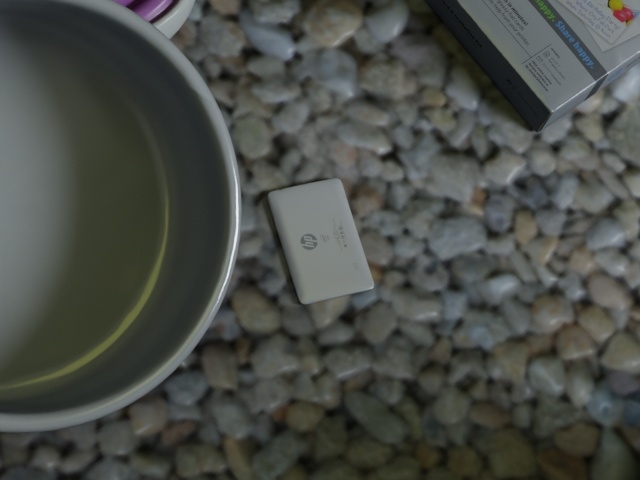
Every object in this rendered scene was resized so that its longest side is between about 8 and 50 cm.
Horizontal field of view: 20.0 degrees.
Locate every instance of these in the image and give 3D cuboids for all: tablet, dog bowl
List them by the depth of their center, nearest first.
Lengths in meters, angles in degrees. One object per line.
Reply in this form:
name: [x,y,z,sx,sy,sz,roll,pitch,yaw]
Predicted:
dog bowl: [-0.187,-0.020,1.091,0.265,0.104,0.265,0,91,-23]
tablet: [0.000,0.000,1.227,0.054,0.006,0.083,-12,71,-16]

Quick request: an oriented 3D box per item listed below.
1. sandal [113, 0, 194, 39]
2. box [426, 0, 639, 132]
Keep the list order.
sandal: [-0.273,-0.144,1.172,0.416,0.102,0.169,-28,77,-20]
box: [0.184,-0.185,1.323,0.186,0.038,0.145,-34,79,-23]
